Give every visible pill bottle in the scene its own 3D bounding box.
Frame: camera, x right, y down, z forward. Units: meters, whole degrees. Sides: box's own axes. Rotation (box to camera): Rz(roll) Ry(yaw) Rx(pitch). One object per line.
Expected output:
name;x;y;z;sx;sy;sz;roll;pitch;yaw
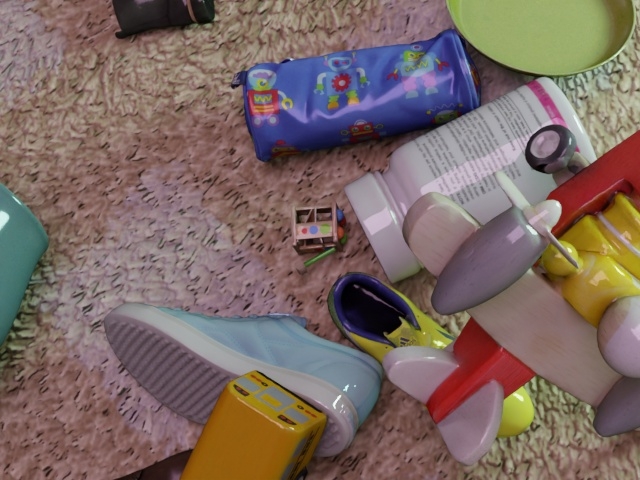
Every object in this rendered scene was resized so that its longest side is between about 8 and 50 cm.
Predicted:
pill bottle;0.182;-0.068;1.814;0.283;0.160;0.160;-26;72;1

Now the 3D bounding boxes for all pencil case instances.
pencil case;0.048;-0.187;1.893;0.306;0.119;0.133;-10;65;7

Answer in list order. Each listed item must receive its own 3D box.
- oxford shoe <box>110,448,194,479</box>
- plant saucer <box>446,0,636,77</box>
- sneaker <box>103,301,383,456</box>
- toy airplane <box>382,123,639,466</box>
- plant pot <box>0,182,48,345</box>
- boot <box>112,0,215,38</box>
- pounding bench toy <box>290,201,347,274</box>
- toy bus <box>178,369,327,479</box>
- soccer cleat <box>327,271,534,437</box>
oxford shoe;-0.220;0.316;1.809;0.227;0.096;0.083;-28;70;-1
plant saucer;0.274;-0.288;1.889;0.241;0.037;0.241;3;55;-4
sneaker;-0.090;0.146;1.839;0.366;0.135;0.150;22;41;23
toy airplane;0.260;0.086;1.611;0.386;0.384;0.272;-16;28;-29
plant pot;-0.484;0.041;1.855;0.271;0.272;0.255;30;67;16
boot;-0.226;-0.376;2.020;0.137;0.077;0.198;-13;72;11
pounding bench toy;0.000;0.000;1.882;0.065;0.052;0.083;-4;74;8
toy bus;-0.112;0.317;1.717;0.108;0.130;0.333;31;107;15
soccer cleat;0.125;0.138;1.786;0.289;0.121;0.093;36;83;17
